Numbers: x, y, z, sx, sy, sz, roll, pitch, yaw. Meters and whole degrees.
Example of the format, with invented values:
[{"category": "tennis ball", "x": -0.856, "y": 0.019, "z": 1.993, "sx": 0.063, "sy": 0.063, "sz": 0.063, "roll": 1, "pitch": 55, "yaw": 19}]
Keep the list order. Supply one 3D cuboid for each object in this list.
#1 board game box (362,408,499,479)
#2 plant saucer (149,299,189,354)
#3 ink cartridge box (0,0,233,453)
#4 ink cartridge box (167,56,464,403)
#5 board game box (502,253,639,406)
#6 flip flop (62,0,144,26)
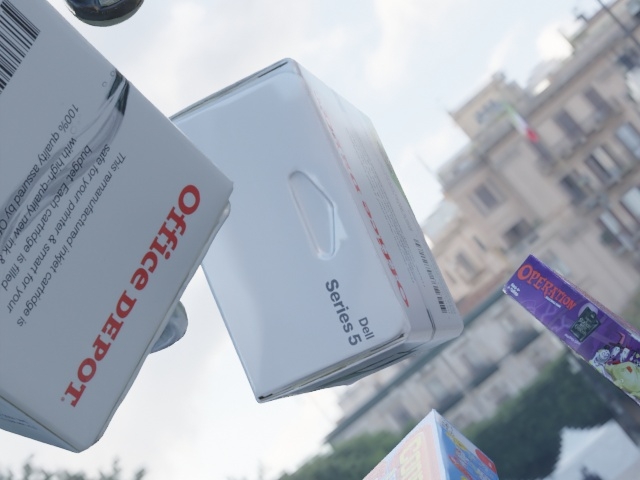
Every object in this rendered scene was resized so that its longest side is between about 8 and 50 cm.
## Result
[{"category": "board game box", "x": 0.038, "y": 0.328, "z": 1.296, "sx": 0.302, "sy": 0.086, "sz": 0.308, "roll": -47, "pitch": 7, "yaw": 8}, {"category": "plant saucer", "x": -0.305, "y": 0.025, "z": 1.146, "sx": 0.401, "sy": 0.100, "sz": 0.400, "roll": 0, "pitch": -15, "yaw": 0}, {"category": "ink cartridge box", "x": -0.155, "y": -0.024, "z": 0.621, "sx": 0.208, "sy": 0.087, "sz": 0.153, "roll": 46, "pitch": -116, "yaw": -38}, {"category": "ink cartridge box", "x": 0.000, "y": 0.000, "z": 1.031, "sx": 0.115, "sy": 0.198, "sz": 0.273, "roll": -25, "pitch": -8, "yaw": 10}, {"category": "board game box", "x": 0.329, "y": 0.143, "z": 1.275, "sx": 0.347, "sy": 0.208, "sz": 0.056, "roll": 32, "pitch": -86, "yaw": -39}, {"category": "flip flop", "x": -0.206, "y": -0.310, "z": 1.410, "sx": 0.112, "sy": 0.277, "sz": 0.080, "roll": -10, "pitch": -32, "yaw": 5}]
